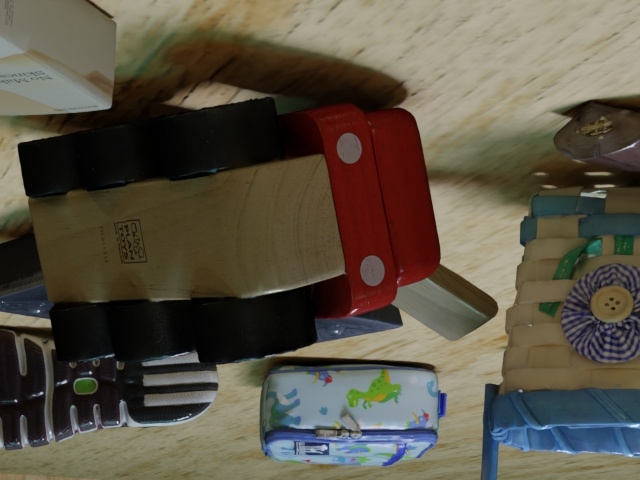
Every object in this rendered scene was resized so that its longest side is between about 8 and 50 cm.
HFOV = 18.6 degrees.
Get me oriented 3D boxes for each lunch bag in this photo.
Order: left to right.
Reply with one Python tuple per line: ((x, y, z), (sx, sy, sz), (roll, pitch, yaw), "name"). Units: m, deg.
((0.029, 0.172, 1.911), (0.176, 0.090, 0.219), (0, 170, -5), "lunch bag")

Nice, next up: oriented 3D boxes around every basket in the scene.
((0.204, 0.112, 1.079), (0.254, 0.289, 0.201), (-4, 173, 13), "basket")

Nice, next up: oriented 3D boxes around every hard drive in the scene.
((-0.089, 0.031, 1.328), (0.254, 0.054, 0.172), (10, 166, -33), "hard drive")

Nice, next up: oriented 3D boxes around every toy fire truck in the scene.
((0.000, 0.000, 1.011), (0.246, 0.158, 0.217), (-14, -175, -35), "toy fire truck")

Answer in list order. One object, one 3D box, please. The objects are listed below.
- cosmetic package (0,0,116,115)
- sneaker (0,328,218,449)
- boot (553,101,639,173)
((-0.134, -0.086, 0.801), (0.060, 0.041, 0.115), (-3, 167, 20), "cosmetic package")
((-0.228, 0.140, 1.768), (0.281, 0.106, 0.162), (1, 171, 2), "sneaker")
((0.185, -0.046, 0.965), (0.106, 0.037, 0.114), (-11, 158, 41), "boot")
